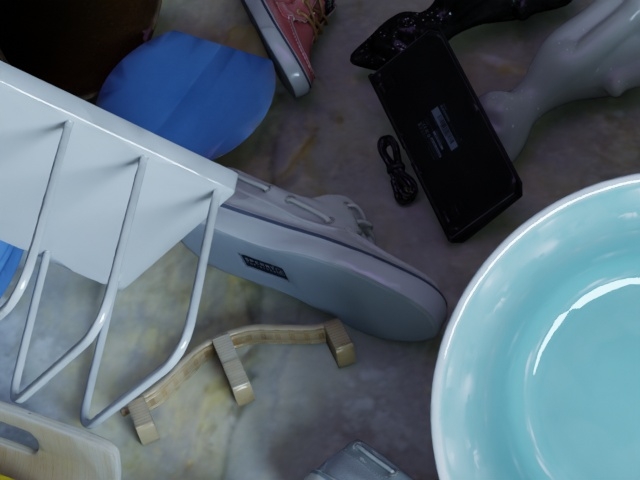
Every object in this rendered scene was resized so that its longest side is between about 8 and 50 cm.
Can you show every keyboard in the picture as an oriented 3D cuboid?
[{"bbox_3d":[0.096,-0.082,1.535,0.108,0.023,0.180,-37,59,23],"label":"keyboard"}]

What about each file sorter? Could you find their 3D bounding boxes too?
[{"bbox_3d":[-0.239,0.003,1.372,0.278,0.193,0.173,25,53,-23],"label":"file sorter"}]

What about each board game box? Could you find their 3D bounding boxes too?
[{"bbox_3d":[-0.119,-0.118,1.639,0.169,0.033,0.133,19,63,29],"label":"board game box"}]

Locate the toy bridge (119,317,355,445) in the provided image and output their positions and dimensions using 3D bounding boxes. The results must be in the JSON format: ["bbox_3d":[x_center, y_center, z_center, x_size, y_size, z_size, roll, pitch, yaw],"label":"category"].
[{"bbox_3d":[-0.070,0.101,1.442,0.188,0.026,0.063,-21,46,-6],"label":"toy bridge"}]

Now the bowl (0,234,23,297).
[{"bbox_3d":[-0.439,-0.012,1.583,0.391,0.077,0.391,-5,49,6],"label":"bowl"}]

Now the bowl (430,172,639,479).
[{"bbox_3d":[0.229,0.112,1.234,0.312,0.163,0.311,0,89,4],"label":"bowl"}]

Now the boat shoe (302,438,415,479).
[{"bbox_3d":[0.085,0.207,1.284,0.227,0.079,0.081,29,65,34],"label":"boat shoe"}]

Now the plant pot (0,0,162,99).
[{"bbox_3d":[-0.301,-0.248,1.695,0.230,0.215,0.215,12,52,40],"label":"plant pot"}]

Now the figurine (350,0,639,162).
[{"bbox_3d":[0.162,-0.164,1.594,0.209,0.092,0.215,-36,53,-9],"label":"figurine"}]

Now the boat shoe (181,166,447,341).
[{"bbox_3d":[0.000,0.000,1.470,0.258,0.095,0.084,23,62,27],"label":"boat shoe"}]

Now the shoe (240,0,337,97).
[{"bbox_3d":[-0.019,-0.205,1.670,0.081,0.063,0.178,-24,45,-2],"label":"shoe"}]

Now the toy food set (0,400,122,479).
[{"bbox_3d":[-0.309,0.241,1.327,0.220,0.092,0.306,15,55,23],"label":"toy food set"}]
